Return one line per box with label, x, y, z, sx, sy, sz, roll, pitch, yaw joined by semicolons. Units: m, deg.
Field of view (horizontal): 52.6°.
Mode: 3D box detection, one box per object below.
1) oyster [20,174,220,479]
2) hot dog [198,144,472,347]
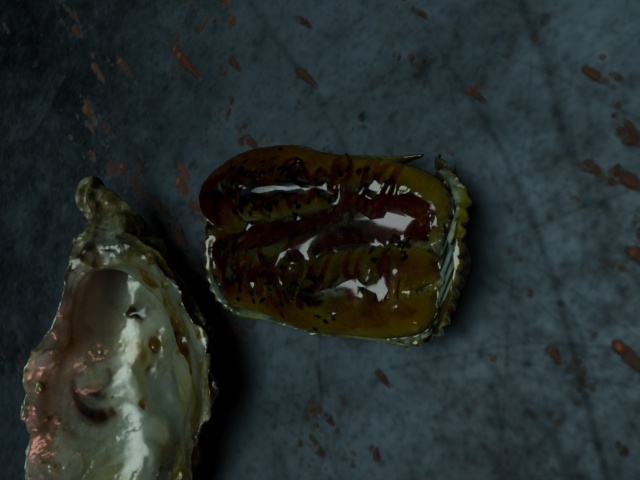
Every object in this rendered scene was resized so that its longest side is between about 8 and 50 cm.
oyster;-0.174;0.136;0.632;0.204;0.111;0.396;5;89;19
hot dog;0.000;0.000;0.543;0.270;0.081;0.163;6;87;33
